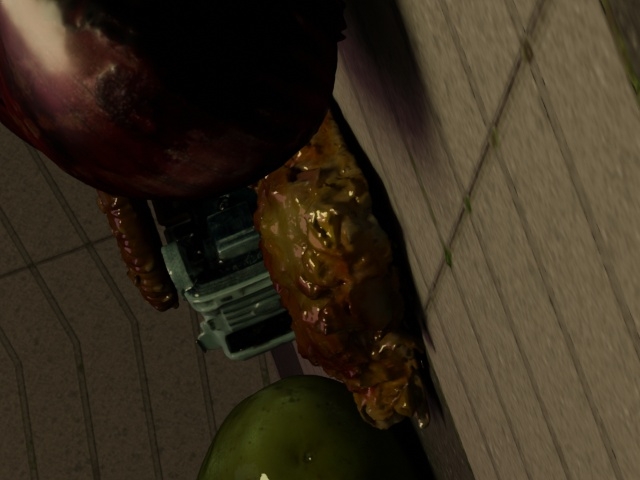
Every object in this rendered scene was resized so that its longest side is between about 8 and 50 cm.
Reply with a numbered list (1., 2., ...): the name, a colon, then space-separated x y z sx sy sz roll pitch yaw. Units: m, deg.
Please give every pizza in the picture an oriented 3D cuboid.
1. pizza: 0.000 0.000 1.181 0.229 0.081 0.289 167 84 -84

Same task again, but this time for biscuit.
1. biscuit: -0.194 -0.073 1.611 0.305 0.038 0.305 160 90 -87

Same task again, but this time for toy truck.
1. toy truck: -0.082 -0.030 1.617 0.162 0.136 0.305 66 -179 -46

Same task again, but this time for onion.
1. onion: -0.095 -0.131 0.922 0.281 0.221 0.281 37 -158 -18

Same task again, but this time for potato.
1. potato: -0.008 0.234 1.470 0.304 0.216 0.216 76 172 -67
